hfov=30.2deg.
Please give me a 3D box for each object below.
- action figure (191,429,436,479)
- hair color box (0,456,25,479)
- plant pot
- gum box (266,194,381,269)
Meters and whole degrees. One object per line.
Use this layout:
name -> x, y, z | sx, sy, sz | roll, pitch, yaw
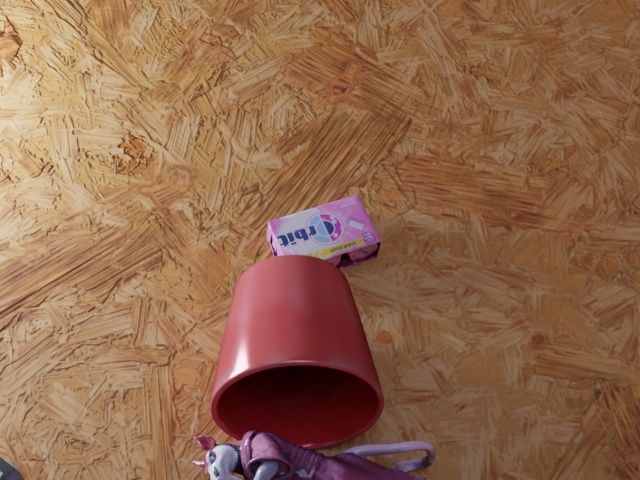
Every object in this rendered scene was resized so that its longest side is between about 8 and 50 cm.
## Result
action figure -> -0.018, 0.358, 1.824 | 0.370, 0.248, 0.275 | 22, 59, 4
hair color box -> -0.630, 0.456, 1.766 | 0.185, 0.113, 0.374 | 29, 61, 26
plant pot -> -0.042, 0.175, 1.939 | 0.275, 0.275, 0.243 | 0, 50, -5
gum box -> 0.000, 0.000, 2.140 | 0.188, 0.062, 0.107 | -17, 63, -15
